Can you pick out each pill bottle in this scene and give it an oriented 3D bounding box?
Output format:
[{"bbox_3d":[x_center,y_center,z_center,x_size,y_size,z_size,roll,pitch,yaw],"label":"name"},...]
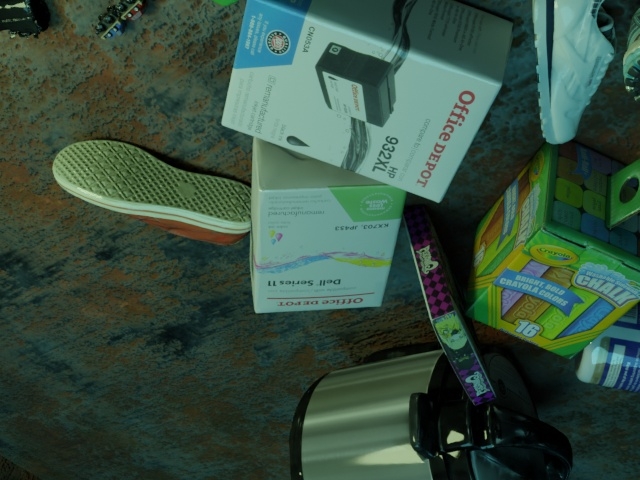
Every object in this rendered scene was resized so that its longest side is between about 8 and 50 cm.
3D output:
[{"bbox_3d":[0.526,0.160,1.364,0.264,0.153,0.153,10,140,11],"label":"pill bottle"}]

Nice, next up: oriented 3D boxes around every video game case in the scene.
[{"bbox_3d":[0.190,0.094,1.358,0.042,0.232,0.210,-21,130,10],"label":"video game case"}]

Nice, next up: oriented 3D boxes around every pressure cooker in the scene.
[{"bbox_3d":[0.207,0.368,1.549,0.420,0.370,0.375,-16,101,32],"label":"pressure cooker"}]

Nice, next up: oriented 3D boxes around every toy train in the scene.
[{"bbox_3d":[-0.249,-0.312,1.211,0.036,0.027,0.158,31,140,-32],"label":"toy train"}]

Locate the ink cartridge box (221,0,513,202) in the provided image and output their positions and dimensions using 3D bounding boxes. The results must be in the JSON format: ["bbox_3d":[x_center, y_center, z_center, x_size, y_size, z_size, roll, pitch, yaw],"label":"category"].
[{"bbox_3d":[0.053,-0.204,1.137,0.307,0.129,0.223,19,141,-2],"label":"ink cartridge box"}]

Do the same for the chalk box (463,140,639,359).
[{"bbox_3d":[0.341,-0.005,1.223,0.179,0.180,0.289,22,140,-6],"label":"chalk box"}]

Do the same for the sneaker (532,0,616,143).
[{"bbox_3d":[0.302,-0.208,1.078,0.095,0.090,0.235,-4,138,12],"label":"sneaker"}]

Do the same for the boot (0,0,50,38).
[{"bbox_3d":[-0.434,-0.328,1.247,0.099,0.045,0.121,6,147,18],"label":"boot"}]

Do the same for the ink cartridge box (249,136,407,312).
[{"bbox_3d":[0.000,0.000,1.360,0.207,0.119,0.353,-3,141,-7],"label":"ink cartridge box"}]

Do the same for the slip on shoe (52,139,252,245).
[{"bbox_3d":[-0.259,-0.067,1.436,0.331,0.123,0.101,16,145,-5],"label":"slip on shoe"}]

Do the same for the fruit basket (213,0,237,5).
[{"bbox_3d":[-0.127,-0.429,0.755,0.283,0.392,0.392,-14,131,33],"label":"fruit basket"}]

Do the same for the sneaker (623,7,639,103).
[{"bbox_3d":[0.466,-0.222,0.962,0.283,0.122,0.110,0,148,11],"label":"sneaker"}]
